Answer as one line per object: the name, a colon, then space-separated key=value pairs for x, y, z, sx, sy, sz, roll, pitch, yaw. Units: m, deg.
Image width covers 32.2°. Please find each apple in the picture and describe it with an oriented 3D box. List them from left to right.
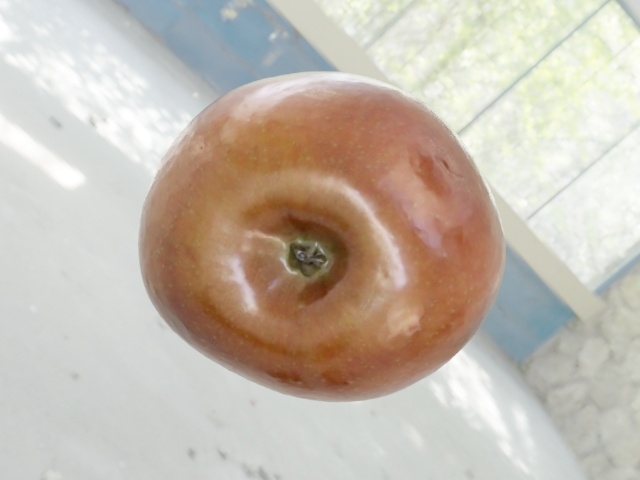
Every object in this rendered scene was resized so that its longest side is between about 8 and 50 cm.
apple: x=0.000 y=0.000 z=0.836 sx=0.272 sy=0.251 sz=0.206 roll=32 pitch=24 yaw=4
